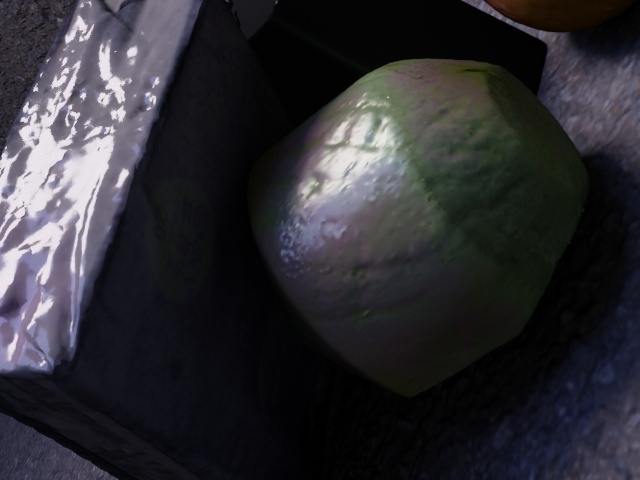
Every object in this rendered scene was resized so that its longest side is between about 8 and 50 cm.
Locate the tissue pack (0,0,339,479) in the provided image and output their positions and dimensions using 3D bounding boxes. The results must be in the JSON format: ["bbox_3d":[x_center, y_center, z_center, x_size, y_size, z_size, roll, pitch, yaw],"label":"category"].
[{"bbox_3d":[-0.087,0.040,0.688,0.124,0.394,0.288,3,61,21],"label":"tissue pack"}]

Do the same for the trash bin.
[{"bbox_3d":[0.040,-0.143,0.758,0.165,0.225,0.115,-19,52,62],"label":"trash bin"}]

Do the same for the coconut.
[{"bbox_3d":[0.057,-0.007,0.611,0.236,0.204,0.236,-25,52,38],"label":"coconut"}]

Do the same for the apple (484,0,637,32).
[{"bbox_3d":[0.171,-0.271,0.655,0.210,0.173,0.235,-47,29,40],"label":"apple"}]
